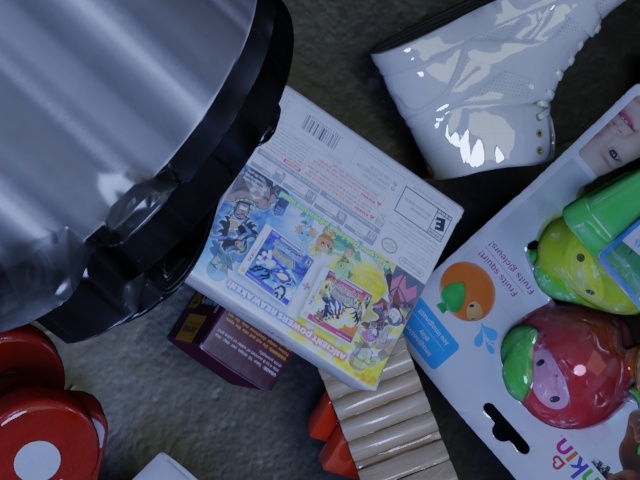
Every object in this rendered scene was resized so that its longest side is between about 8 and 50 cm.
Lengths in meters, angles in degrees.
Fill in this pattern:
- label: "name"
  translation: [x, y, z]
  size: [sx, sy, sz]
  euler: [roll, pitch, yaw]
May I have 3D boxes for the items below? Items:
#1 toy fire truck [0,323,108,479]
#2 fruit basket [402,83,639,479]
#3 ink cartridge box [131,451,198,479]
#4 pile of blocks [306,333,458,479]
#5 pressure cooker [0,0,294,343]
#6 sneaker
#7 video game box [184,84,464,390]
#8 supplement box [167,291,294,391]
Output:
- label: "toy fire truck"
  translation: [-0.324, 0.209, 1.510]
  size: [0.302, 0.169, 0.254]
  euler: [4, 110, -23]
- label: "fruit basket"
  translation: [0.265, 0.092, 1.621]
  size: [0.353, 0.165, 0.327]
  euler: [-42, 82, 24]
- label: "ink cartridge box"
  translation: [-0.139, 0.287, 1.561]
  size: [0.082, 0.191, 0.139]
  euler: [39, 72, 25]
- label: "pile of blocks"
  translation: [0.059, 0.203, 1.684]
  size: [0.112, 0.149, 0.362]
  euler: [-20, 90, -1]
- label: "pressure cooker"
  translation: [-0.228, -0.142, 1.401]
  size: [0.420, 0.375, 0.370]
  euler: [42, 82, -32]
- label: "sneaker"
  translation: [0.207, -0.163, 1.742]
  size: [0.292, 0.108, 0.169]
  euler: [-26, 102, -10]
- label: "video game box"
  translation: [0.000, 0.000, 1.568]
  size: [0.205, 0.048, 0.187]
  euler: [34, 70, -19]
- label: "supplement box"
  translation: [-0.044, 0.035, 1.638]
  size: [0.081, 0.104, 0.188]
  euler: [36, 78, -18]
